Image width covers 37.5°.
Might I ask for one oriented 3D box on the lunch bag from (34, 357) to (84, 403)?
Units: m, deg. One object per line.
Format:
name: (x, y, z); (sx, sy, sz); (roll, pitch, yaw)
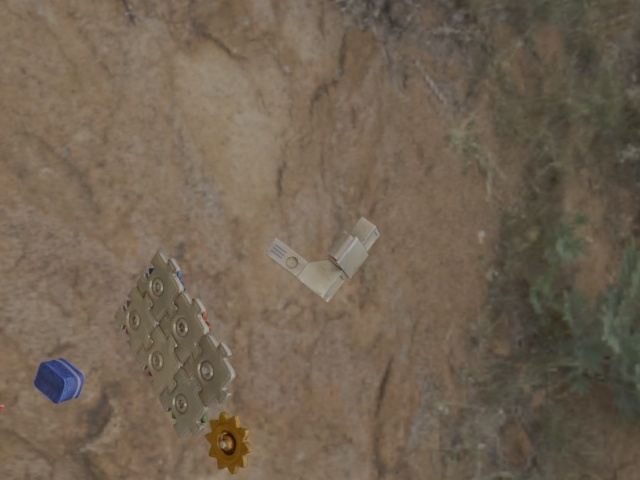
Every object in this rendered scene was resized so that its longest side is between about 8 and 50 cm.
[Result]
lunch bag: (-0.549, 0.293, 1.986); (0.065, 0.098, 0.067); (-4, 123, -58)

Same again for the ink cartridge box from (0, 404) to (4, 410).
ink cartridge box: (-0.528, 0.299, 1.294); (0.045, 0.145, 0.179); (48, 21, 23)

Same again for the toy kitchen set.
toy kitchen set: (0.000, 0.000, 0.888); (0.083, 0.075, 0.068); (-52, 163, -5)

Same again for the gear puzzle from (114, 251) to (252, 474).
gear puzzle: (-0.182, 0.184, 1.379); (0.044, 0.175, 0.339); (-2, 48, -48)
